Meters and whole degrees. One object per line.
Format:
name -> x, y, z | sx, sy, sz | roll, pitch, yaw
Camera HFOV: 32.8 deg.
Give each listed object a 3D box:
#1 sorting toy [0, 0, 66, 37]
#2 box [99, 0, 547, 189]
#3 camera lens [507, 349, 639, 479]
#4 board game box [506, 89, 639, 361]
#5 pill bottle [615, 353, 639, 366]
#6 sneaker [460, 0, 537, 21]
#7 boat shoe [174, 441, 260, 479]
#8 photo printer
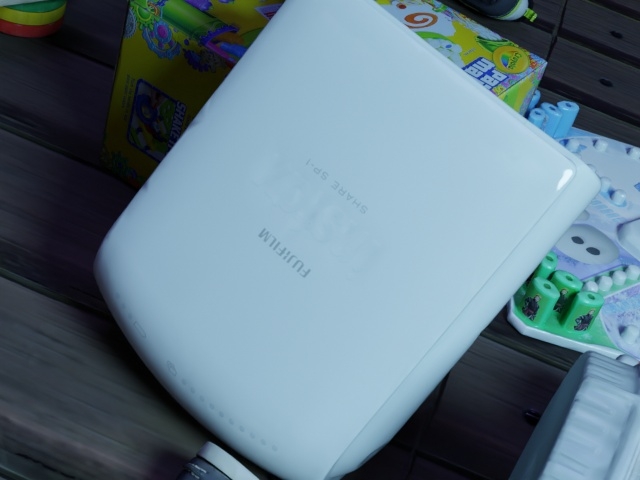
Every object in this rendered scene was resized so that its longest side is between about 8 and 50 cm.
sorting toy -> -0.389, -0.285, 1.107 | 0.257, 0.089, 0.255 | -19, 52, -40
box -> 0.006, -0.120, 1.002 | 0.279, 0.177, 0.290 | 34, 39, 18
camera lens -> 0.241, 0.215, 0.649 | 0.274, 0.219, 0.219 | 27, 38, 10
board game box -> 0.382, 0.003, 1.119 | 0.389, 0.050, 0.390 | 17, 37, -4
pill bottle -> 0.283, 0.178, 0.807 | 0.193, 0.108, 0.108 | 31, 38, 15
sneaker -> 0.206, -0.363, 1.500 | 0.097, 0.084, 0.235 | 13, 31, -50
boat shoe -> -0.020, 0.215, 0.678 | 0.206, 0.075, 0.065 | 39, 71, 22
photo printer -> 0.000, 0.000, 0.762 | 0.256, 0.307, 0.107 | 42, 8, 17
